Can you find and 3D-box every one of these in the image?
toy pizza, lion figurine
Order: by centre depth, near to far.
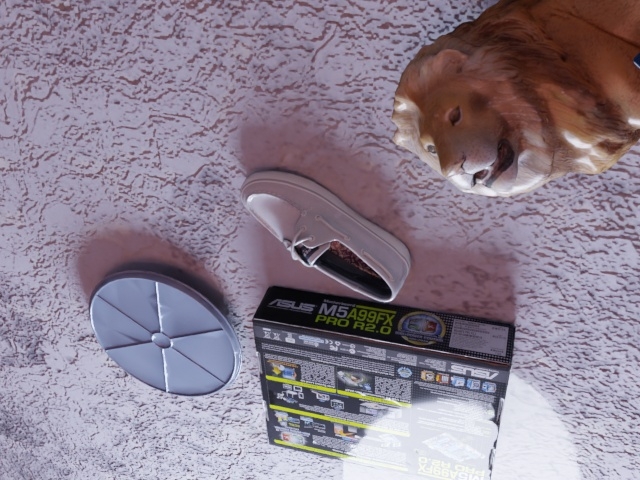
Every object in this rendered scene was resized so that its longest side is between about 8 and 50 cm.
[{"bbox_3d":[0.224,-0.173,0.435,0.240,0.142,0.392,31,116,5],"label":"lion figurine"},{"bbox_3d":[-0.186,0.112,0.845,0.201,0.032,0.201,10,128,14],"label":"toy pizza"}]

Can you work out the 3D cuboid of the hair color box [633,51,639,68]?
[{"bbox_3d":[0.349,-0.046,0.354,0.347,0.105,0.174,29,120,-24],"label":"hair color box"}]

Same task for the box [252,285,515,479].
[{"bbox_3d":[0.066,0.168,0.779,0.270,0.060,0.216,8,129,15],"label":"box"}]

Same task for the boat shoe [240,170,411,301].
[{"bbox_3d":[0.000,0.000,0.672,0.184,0.063,0.066,34,129,-8],"label":"boat shoe"}]
